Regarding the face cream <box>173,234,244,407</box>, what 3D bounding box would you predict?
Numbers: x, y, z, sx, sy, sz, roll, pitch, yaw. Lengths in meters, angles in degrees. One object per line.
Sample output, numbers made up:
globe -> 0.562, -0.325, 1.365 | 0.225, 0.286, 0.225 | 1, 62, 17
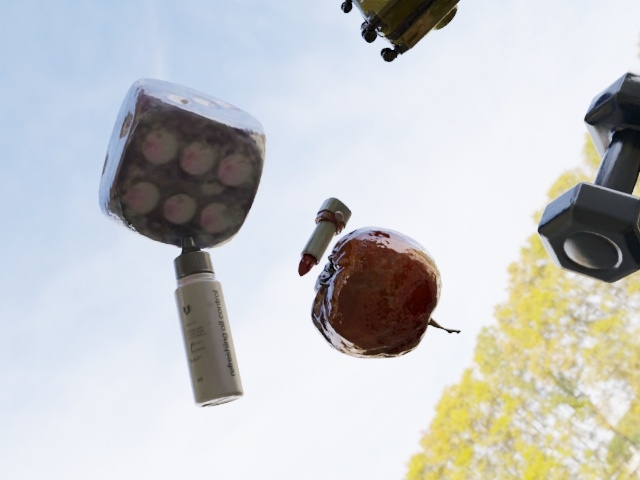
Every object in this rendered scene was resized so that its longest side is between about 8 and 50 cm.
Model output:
face cream -> -0.210, 0.137, 1.393 | 0.092, 0.311, 0.092 | -13, -19, -5

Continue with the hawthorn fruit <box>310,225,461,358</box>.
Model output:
hawthorn fruit -> 0.124, 0.106, 1.356 | 0.271, 0.242, 0.242 | 23, -71, -14

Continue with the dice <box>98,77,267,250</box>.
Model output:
dice -> -0.278, -0.152, 1.547 | 0.270, 0.271, 0.270 | 16, -73, -23

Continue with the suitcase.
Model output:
suitcase -> 0.179, -0.506, 1.623 | 0.235, 0.194, 0.143 | -42, -52, 15

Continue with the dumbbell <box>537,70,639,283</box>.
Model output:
dumbbell -> 0.434, -0.097, 1.134 | 0.316, 0.143, 0.156 | -58, 7, -31

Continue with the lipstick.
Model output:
lipstick -> 0.001, 0.000, 1.556 | 0.057, 0.063, 0.186 | -25, 29, 49
